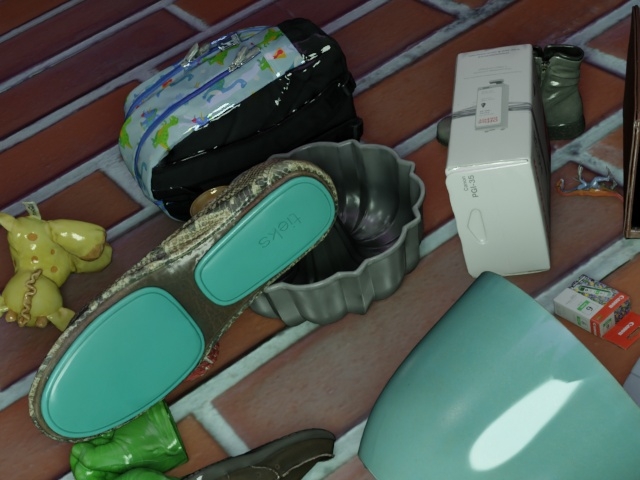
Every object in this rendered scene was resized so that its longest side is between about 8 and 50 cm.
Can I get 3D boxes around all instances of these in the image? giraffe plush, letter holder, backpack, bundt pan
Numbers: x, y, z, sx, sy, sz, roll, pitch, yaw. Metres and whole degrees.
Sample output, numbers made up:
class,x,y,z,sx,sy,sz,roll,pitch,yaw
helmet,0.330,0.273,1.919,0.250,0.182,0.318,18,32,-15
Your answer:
class,x,y,z,sx,sy,sz,roll,pitch,yaw
giraffe plush,-0.423,0.057,1.685,0.181,0.210,0.171,-1,70,15
letter holder,0.504,-0.178,1.544,0.152,0.214,0.302,2,42,14
backpack,-0.142,-0.181,1.764,0.355,0.290,0.273,-44,62,-12
bundt pan,0.000,0.000,1.605,0.330,0.124,0.331,-10,39,8

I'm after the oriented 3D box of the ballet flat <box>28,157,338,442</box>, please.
class,x,y,z,sx,sy,sz,roll,pitch,yaw
ballet flat,-0.184,0.065,1.435,0.483,0.164,0.182,-42,27,-14

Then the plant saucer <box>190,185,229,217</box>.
class,x,y,z,sx,sy,sz,roll,pitch,yaw
plant saucer,-0.148,-0.048,1.608,0.083,0.015,0.083,-11,39,9

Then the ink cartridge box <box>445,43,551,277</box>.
class,x,y,z,sx,sy,sz,roll,pitch,yaw
ink cartridge box,0.259,-0.114,1.576,0.117,0.207,0.283,-6,40,16

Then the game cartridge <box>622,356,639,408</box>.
class,x,y,z,sx,sy,sz,roll,pitch,yaw
game cartridge,0.488,0.154,1.293,0.297,0.062,0.198,-38,47,-24

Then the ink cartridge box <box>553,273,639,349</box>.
class,x,y,z,sx,sy,sz,roll,pitch,yaw
ink cartridge box,0.366,0.091,1.431,0.063,0.029,0.115,-37,42,-23

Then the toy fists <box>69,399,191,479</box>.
class,x,y,z,sx,sy,sz,roll,pitch,yaw
toy fists,-0.229,0.299,1.357,0.142,0.096,0.279,-25,40,-7

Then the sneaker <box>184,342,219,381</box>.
class,x,y,z,sx,sy,sz,roll,pitch,yaw
sneaker,-0.208,0.122,1.586,0.092,0.088,0.225,-34,37,13

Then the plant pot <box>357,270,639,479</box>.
class,x,y,z,sx,sy,sz,roll,pitch,yaw
plant pot,0.184,0.219,1.161,0.235,0.293,0.293,-41,42,-5

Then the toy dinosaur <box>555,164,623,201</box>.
class,x,y,z,sx,sy,sz,roll,pitch,yaw
toy dinosaur,0.389,-0.078,1.620,0.082,0.047,0.090,-28,47,16

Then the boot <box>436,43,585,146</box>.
class,x,y,z,sx,sy,sz,roll,pitch,yaw
boot,0.294,-0.235,1.743,0.246,0.161,0.083,-6,40,14

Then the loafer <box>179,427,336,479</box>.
class,x,y,z,sx,sy,sz,roll,pitch,yaw
loafer,-0.068,0.284,1.306,0.220,0.078,0.080,-14,-14,-37
